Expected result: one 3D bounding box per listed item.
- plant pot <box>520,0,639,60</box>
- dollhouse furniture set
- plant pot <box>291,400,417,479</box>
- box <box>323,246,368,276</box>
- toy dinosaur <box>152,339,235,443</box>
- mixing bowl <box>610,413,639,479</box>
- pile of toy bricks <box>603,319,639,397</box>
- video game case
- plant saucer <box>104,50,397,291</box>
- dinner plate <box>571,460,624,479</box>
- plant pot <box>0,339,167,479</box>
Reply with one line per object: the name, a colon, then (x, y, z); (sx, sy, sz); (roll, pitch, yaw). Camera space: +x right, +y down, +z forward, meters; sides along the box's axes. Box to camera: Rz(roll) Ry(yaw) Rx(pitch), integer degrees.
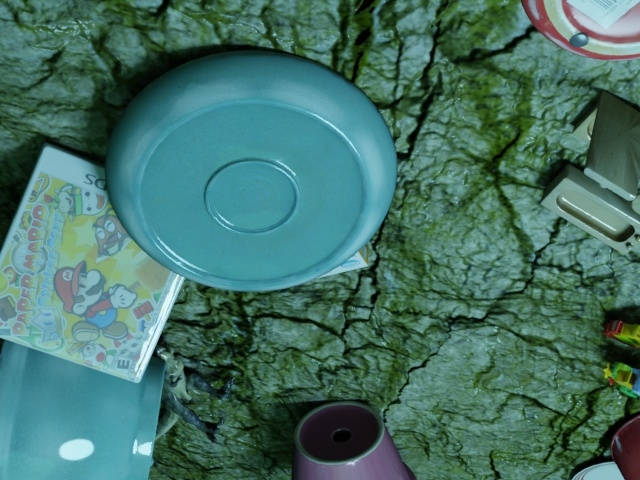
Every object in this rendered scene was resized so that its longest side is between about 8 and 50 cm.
plant pot: (0.242, -0.252, 0.930); (0.191, 0.174, 0.191); (2, 142, 1)
dollhouse furniture set: (0.298, -0.035, 1.196); (0.144, 0.123, 0.151); (30, 137, -8)
plant pot: (0.039, 0.337, 1.654); (0.201, 0.201, 0.180); (-3, 123, 10)
box: (0.000, 0.000, 1.368); (0.081, 0.028, 0.136); (-15, 135, 22)
toy dinosaur: (-0.187, 0.220, 1.624); (0.118, 0.064, 0.268); (19, 140, 9)
mixing bowl: (0.505, 0.326, 1.631); (0.181, 0.098, 0.181); (2, 134, 2)
pile of toy bricks: (0.415, 0.181, 1.495); (0.105, 0.118, 0.212); (12, 164, 47)
video game case: (-0.260, 0.030, 1.327); (0.206, 0.026, 0.227); (22, 98, -19)
plant saucer: (-0.073, -0.055, 1.246); (0.317, 0.044, 0.318); (-2, 130, -2)
dinner plate: (0.451, 0.366, 1.762); (0.141, 0.017, 0.141); (3, 139, 3)
plant pot: (-0.302, 0.223, 1.462); (0.196, 0.293, 0.293); (9, 140, -7)
